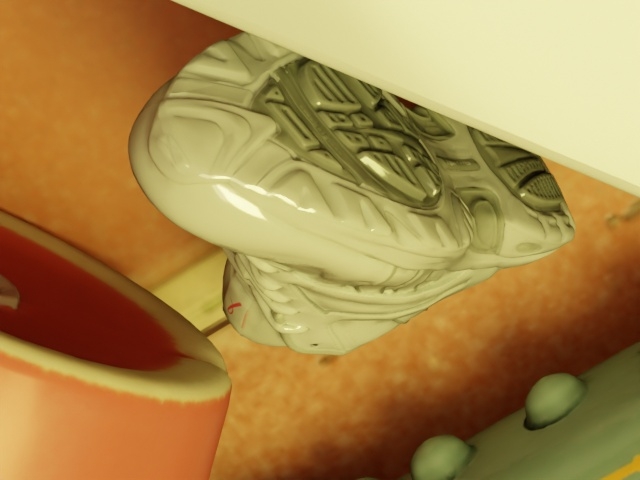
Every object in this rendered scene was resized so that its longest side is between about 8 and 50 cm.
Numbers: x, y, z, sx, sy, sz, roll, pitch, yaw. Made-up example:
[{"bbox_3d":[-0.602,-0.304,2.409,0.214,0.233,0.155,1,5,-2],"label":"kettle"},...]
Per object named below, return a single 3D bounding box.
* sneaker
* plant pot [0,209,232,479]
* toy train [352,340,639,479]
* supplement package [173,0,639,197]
[{"bbox_3d":[0.000,0.000,0.629,0.115,0.232,0.090,-39,66,22],"label":"sneaker"},{"bbox_3d":[-0.168,0.112,0.634,0.275,0.275,0.243,25,98,-12],"label":"plant pot"},{"bbox_3d":[0.084,0.159,0.715,0.334,0.142,0.190,-31,101,15],"label":"toy train"},{"bbox_3d":[0.072,-0.137,0.590,0.293,0.177,0.175,21,108,-12],"label":"supplement package"}]
